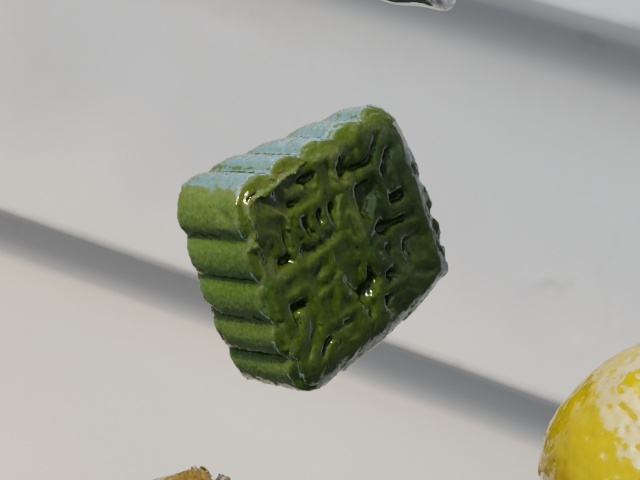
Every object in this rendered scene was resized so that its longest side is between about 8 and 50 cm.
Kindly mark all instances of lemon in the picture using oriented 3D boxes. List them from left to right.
[{"bbox_3d":[0.278,0.173,1.307,0.253,0.228,0.228,-23,-39,-15],"label":"lemon"}]

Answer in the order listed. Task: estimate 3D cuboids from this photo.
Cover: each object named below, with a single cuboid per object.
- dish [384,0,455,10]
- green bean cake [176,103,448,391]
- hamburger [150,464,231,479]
[{"bbox_3d":[-0.002,-0.302,1.433,0.316,0.106,0.316,-23,-90,-78],"label":"dish"},{"bbox_3d":[0.000,0.000,1.778,0.248,0.125,0.222,-36,-64,-36],"label":"green bean cake"},{"bbox_3d":[-0.121,0.201,1.167,0.176,0.087,0.102,-26,-14,-12],"label":"hamburger"}]
